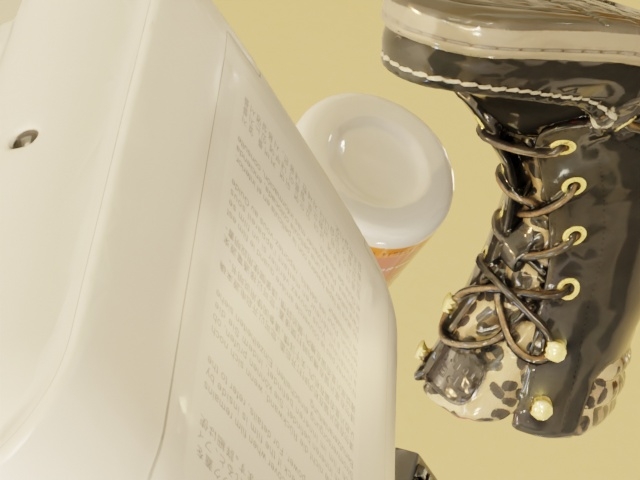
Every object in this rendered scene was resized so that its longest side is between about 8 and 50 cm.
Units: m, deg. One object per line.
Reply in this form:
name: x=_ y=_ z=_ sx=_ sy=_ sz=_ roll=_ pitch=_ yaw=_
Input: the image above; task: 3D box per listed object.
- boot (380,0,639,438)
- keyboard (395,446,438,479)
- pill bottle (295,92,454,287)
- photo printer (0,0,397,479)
boot: x=0.137 y=-0.017 z=1.000 sx=0.377 sy=0.138 sz=0.284 roll=-3 pitch=-66 yaw=-56
keyboard: x=0.035 y=0.216 z=0.927 sx=0.108 sy=0.023 sz=0.180 roll=51 pitch=-130 yaw=-48
pill bottle: x=0.000 y=0.000 z=1.121 sx=0.121 sy=0.121 sz=0.216 roll=-41 pitch=-8 yaw=-38
photo printer: x=-0.058 y=0.066 z=0.620 sx=0.256 sy=0.107 sz=0.307 roll=56 pitch=-156 yaw=-36
